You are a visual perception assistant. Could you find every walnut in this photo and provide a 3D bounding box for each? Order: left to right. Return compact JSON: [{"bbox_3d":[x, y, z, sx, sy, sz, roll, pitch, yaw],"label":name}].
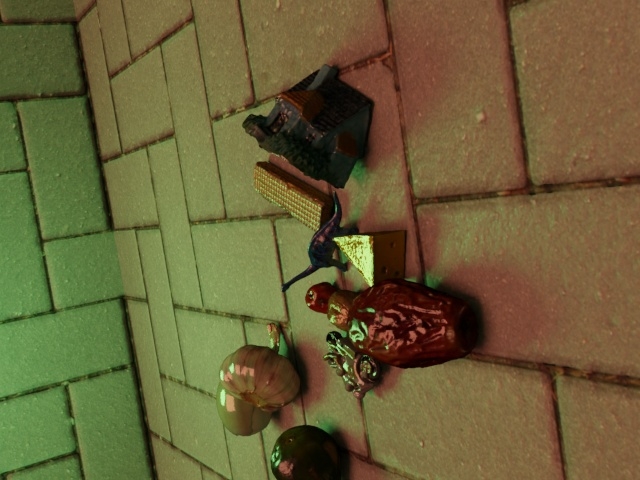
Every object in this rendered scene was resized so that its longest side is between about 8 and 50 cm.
[{"bbox_3d":[0.067,0.173,1.857,0.124,0.105,0.105,34,127,56],"label":"walnut"}]

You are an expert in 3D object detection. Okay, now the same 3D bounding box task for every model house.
[{"bbox_3d":[-0.008,-0.287,1.750,0.261,0.226,0.241,42,104,42],"label":"model house"}]

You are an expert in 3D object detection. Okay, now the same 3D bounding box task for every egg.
[{"bbox_3d":[-0.246,0.505,2.391,0.183,0.183,0.217,9,115,57],"label":"egg"}]

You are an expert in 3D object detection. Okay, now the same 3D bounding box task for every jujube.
[{"bbox_3d":[0.189,0.177,1.582,0.290,0.197,0.197,-1,99,43],"label":"jujube"}]

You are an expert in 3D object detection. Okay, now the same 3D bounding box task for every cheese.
[{"bbox_3d":[0.110,0.017,1.738,0.171,0.093,0.126,28,126,53],"label":"cheese"}]

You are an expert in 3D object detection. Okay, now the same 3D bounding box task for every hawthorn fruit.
[{"bbox_3d":[0.002,0.152,1.962,0.093,0.093,0.093,26,121,53],"label":"hawthorn fruit"}]

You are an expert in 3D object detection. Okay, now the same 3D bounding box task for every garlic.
[{"bbox_3d":[-0.168,0.368,2.245,0.245,0.245,0.253,-38,31,56],"label":"garlic"}]

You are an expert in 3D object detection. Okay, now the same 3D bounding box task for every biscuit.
[{"bbox_3d":[-0.081,-0.126,2.038,0.379,0.054,0.094,33,126,50],"label":"biscuit"}]

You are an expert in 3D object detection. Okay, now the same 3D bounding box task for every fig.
[{"bbox_3d":[-0.025,0.639,2.085,0.245,0.195,0.195,57,150,-8],"label":"fig"}]

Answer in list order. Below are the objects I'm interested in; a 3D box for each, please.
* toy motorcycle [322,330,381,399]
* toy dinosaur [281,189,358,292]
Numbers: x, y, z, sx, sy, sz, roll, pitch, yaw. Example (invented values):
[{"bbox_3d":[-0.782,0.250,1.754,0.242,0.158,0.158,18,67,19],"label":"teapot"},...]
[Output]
[{"bbox_3d":[0.084,0.327,1.903,0.225,0.073,0.152,23,122,53],"label":"toy motorcycle"},{"bbox_3d":[0.019,0.009,1.866,0.329,0.144,0.076,-60,45,31],"label":"toy dinosaur"}]
